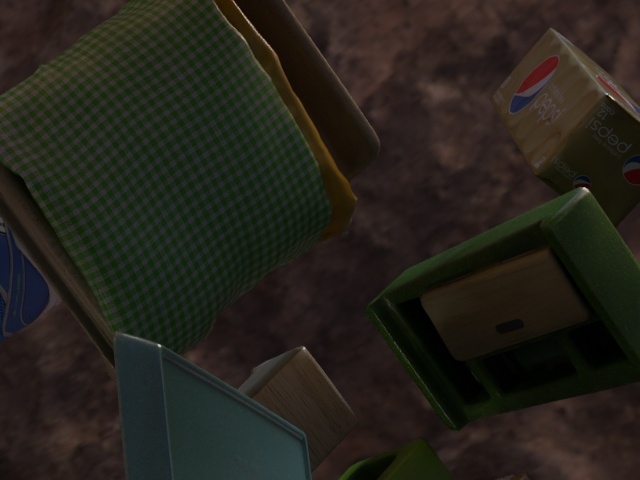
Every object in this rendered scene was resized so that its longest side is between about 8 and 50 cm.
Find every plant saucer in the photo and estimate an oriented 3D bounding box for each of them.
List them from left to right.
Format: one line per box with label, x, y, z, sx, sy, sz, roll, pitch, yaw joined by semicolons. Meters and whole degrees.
plant saucer;-0.035;0.086;0.765;0.018;0.192;0.067;-13;-109;14

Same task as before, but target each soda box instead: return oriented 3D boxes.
soda box;0.150;-0.067;1.158;0.058;0.181;0.061;38;-78;-13

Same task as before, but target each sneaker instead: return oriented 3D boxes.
sneaker;-0.237;-0.024;1.252;0.081;0.080;0.211;-49;-64;-28

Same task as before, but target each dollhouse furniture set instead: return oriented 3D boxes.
dollhouse furniture set;0.000;0.000;0.960;0.197;0.151;0.301;-43;-78;-37
